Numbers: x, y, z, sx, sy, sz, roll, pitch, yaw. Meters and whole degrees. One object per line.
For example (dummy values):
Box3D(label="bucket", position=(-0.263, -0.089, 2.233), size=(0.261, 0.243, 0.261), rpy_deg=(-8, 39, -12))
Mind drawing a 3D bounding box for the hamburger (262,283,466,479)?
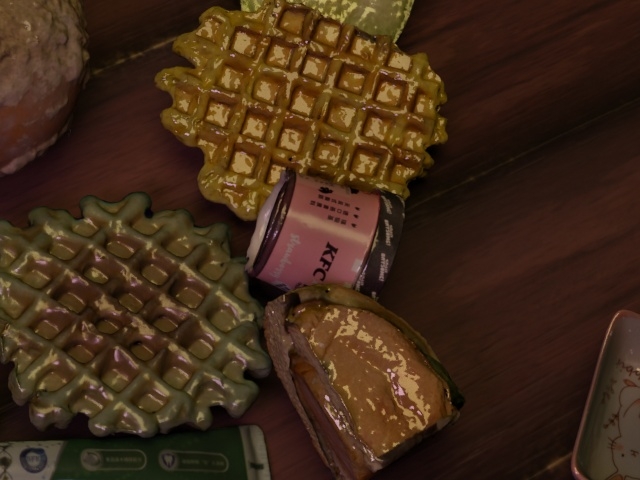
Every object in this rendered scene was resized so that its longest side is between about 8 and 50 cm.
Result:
Box3D(label="hamburger", position=(0.033, 0.131, 1.761), size=(0.155, 0.135, 0.208), rpy_deg=(-34, 84, -30))

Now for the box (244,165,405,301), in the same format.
Box3D(label="box", position=(0.000, 0.000, 1.830), size=(0.135, 0.151, 0.151), rpy_deg=(22, 57, -10))

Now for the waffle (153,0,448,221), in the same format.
Box3D(label="waffle", position=(-0.019, -0.148, 1.957), size=(0.307, 0.060, 0.312), rpy_deg=(-37, 85, -17))

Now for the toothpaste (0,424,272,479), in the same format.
Box3D(label="toothpaste", position=(-0.236, 0.227, 1.717), size=(0.392, 0.061, 0.099), rpy_deg=(2, 57, -21))

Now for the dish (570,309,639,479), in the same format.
Box3D(label="dish", position=(0.344, 0.192, 1.811), size=(0.151, 0.077, 0.212), rpy_deg=(19, 58, 4))

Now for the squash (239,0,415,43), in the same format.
Box3D(label="squash", position=(0.020, -0.284, 2.026), size=(0.237, 0.204, 0.155), rpy_deg=(-2, 36, -2))

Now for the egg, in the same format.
Box3D(label="egg", position=(-0.375, -0.200, 1.868), size=(0.279, 0.279, 0.310), rpy_deg=(6, 52, -3))

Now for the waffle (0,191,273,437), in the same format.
Box3D(label="waffle", position=(-0.199, 0.076, 1.807), size=(0.291, 0.056, 0.309), rpy_deg=(-4, 51, -20))
